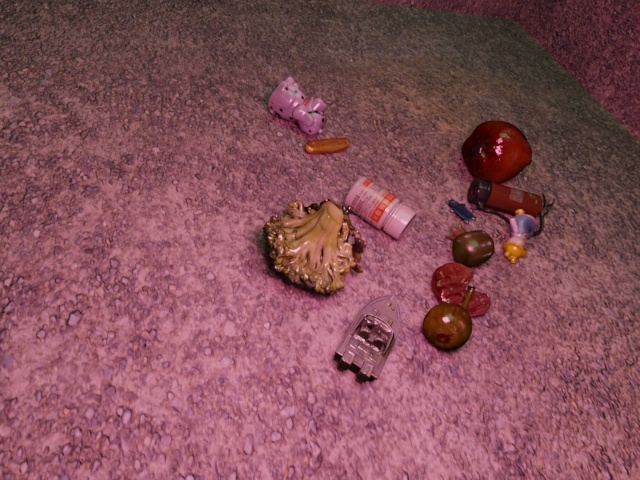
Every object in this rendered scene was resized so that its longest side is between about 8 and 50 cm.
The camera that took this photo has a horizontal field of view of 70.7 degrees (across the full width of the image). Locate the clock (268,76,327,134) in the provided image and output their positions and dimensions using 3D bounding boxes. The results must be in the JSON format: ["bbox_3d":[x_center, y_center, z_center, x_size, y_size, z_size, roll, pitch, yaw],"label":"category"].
[{"bbox_3d":[-0.080,-0.564,1.961,0.254,0.189,0.189,39,50,8],"label":"clock"}]

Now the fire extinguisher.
[{"bbox_3d":[0.823,-0.138,1.942,0.375,0.113,0.201,13,91,-5],"label":"fire extinguisher"}]

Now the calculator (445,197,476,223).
[{"bbox_3d":[0.587,-0.126,1.894,0.094,0.019,0.141,-23,60,-32],"label":"calculator"}]

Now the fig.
[{"bbox_3d":[0.428,0.242,1.465,0.151,0.151,0.259,35,39,12],"label":"fig"}]

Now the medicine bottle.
[{"bbox_3d":[0.224,-0.120,1.694,0.252,0.145,0.144,37,50,10],"label":"medicine bottle"}]

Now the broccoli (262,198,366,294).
[{"bbox_3d":[-0.014,0.013,1.465,0.324,0.271,0.334,56,37,-22],"label":"broccoli"}]

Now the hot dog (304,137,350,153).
[{"bbox_3d":[0.031,-0.399,1.927,0.215,0.047,0.066,-14,71,-28],"label":"hot dog"}]

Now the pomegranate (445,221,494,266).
[{"bbox_3d":[0.557,0.016,1.707,0.151,0.131,0.191,-11,33,-19],"label":"pomegranate"}]

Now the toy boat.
[{"bbox_3d":[0.163,0.277,1.375,0.141,0.092,0.320,31,48,7],"label":"toy boat"}]

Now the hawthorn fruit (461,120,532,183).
[{"bbox_3d":[0.796,-0.404,2.031,0.311,0.295,0.295,-24,62,-33],"label":"hawthorn fruit"}]

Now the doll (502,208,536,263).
[{"bbox_3d":[0.793,-0.018,1.799,0.098,0.135,0.241,17,61,30],"label":"doll"}]

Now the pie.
[{"bbox_3d":[0.490,0.175,1.592,0.204,0.054,0.219,1,53,-17],"label":"pie"}]
